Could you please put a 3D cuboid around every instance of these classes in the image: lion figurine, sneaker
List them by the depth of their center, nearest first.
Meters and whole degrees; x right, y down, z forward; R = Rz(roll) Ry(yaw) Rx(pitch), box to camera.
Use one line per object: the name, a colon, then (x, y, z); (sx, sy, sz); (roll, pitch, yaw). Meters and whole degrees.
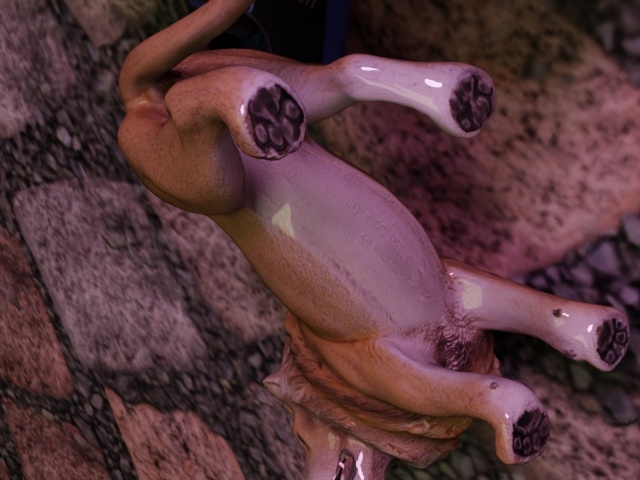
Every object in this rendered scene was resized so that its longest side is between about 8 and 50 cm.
sneaker: (-0.030, -0.168, 0.569); (0.081, 0.090, 0.232); (25, 133, 31)
lion figurine: (0.000, 0.000, 0.570); (0.240, 0.142, 0.392); (13, 141, 49)
